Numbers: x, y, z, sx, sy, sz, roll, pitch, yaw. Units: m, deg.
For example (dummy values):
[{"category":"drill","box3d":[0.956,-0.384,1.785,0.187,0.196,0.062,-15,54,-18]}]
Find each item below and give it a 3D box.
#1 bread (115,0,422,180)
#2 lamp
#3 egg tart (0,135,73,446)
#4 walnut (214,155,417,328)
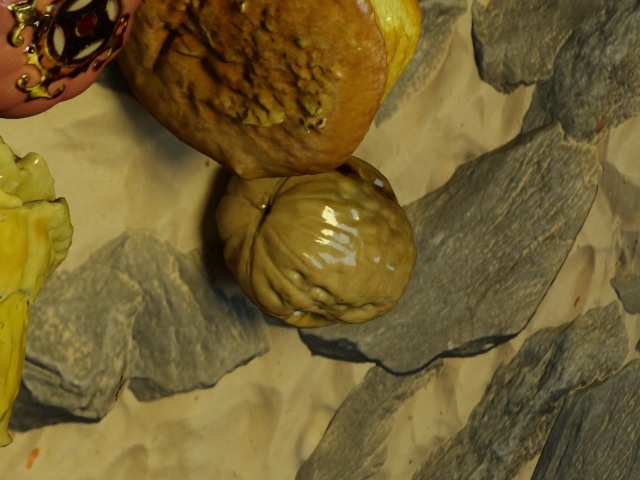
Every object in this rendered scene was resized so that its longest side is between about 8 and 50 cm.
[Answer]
[{"category":"bread","box3d":[-0.050,-0.174,1.146,0.146,0.268,0.268,-51,139,-43]},{"category":"lamp","box3d":[-0.203,-0.170,1.040,0.182,0.140,0.182,-37,148,-28]},{"category":"egg tart","box3d":[-0.296,0.074,0.851,0.388,0.388,0.169,-12,71,-49]},{"category":"walnut","box3d":[0.000,0.000,1.334,0.184,0.155,0.155,24,84,-49]}]
